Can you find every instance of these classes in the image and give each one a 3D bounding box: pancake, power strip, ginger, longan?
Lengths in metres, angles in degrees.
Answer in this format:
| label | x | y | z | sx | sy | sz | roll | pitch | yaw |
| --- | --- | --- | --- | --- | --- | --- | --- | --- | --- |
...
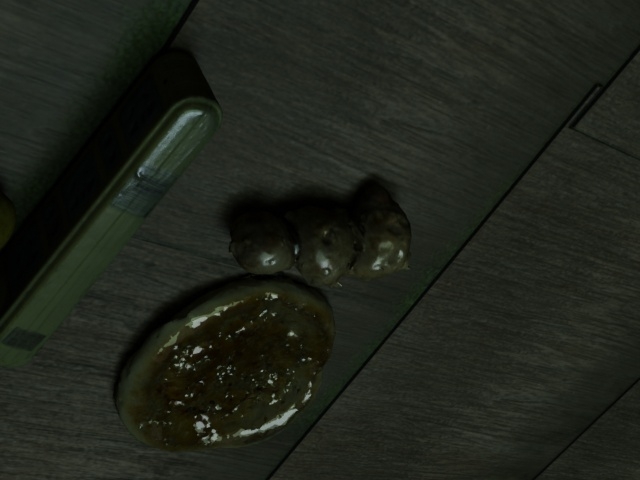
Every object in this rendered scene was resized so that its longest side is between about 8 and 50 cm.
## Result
| label | x | y | z | sx | sy | sz | roll | pitch | yaw |
| --- | --- | --- | --- | --- | --- | --- | --- | --- | --- |
| pancake | -0.107 | 0.152 | 1.270 | 0.282 | 0.049 | 0.282 | -15 | 134 | -16 |
| power strip | -0.229 | -0.010 | 1.010 | 0.066 | 0.092 | 0.387 | 23 | 118 | -40 |
| ginger | 0.000 | 0.000 | 1.149 | 0.204 | 0.080 | 0.104 | -8 | 102 | -22 |
| longan | -0.311 | -0.016 | 0.986 | 0.075 | 0.075 | 0.083 | -38 | 179 | 12 |
